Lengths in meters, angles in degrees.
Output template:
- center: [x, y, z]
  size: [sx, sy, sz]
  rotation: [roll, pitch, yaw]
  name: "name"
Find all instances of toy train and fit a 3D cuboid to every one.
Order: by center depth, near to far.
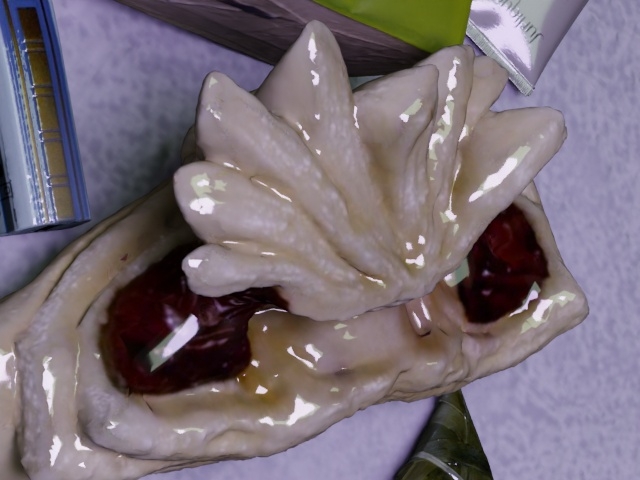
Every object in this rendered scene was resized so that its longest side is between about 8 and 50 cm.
- center: [-0.183, -0.130, 1.004]
  size: [0.055, 0.048, 0.252]
  rotation: [-10, 87, -33]
  name: "toy train"

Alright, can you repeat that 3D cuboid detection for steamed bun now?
- center: [0.000, 0.000, 0.990]
  size: [0.428, 0.189, 0.247]
  rotation: [-13, 97, -32]
  name: "steamed bun"

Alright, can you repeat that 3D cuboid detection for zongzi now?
- center: [0.101, 0.166, 1.121]
  size: [0.109, 0.055, 0.119]
  rotation: [45, 53, -19]
  name: "zongzi"

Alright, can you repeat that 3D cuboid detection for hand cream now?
- center: [0.171, -0.196, 1.218]
  size: [0.087, 0.054, 0.186]
  rotation: [44, 71, -12]
  name: "hand cream"

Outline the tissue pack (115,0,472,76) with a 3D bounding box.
- center: [-0.003, -0.257, 1.029]
  size: [0.200, 0.167, 0.275]
  rotation: [18, 80, -38]
  name: "tissue pack"
